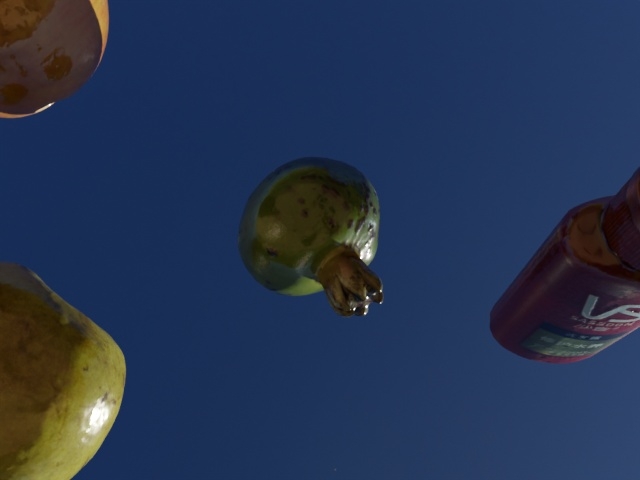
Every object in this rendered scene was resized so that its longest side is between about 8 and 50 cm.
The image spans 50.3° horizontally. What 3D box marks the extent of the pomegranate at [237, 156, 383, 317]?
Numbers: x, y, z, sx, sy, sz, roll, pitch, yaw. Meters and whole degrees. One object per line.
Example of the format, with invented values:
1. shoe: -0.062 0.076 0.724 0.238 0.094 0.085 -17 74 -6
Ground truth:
1. pomegranate: 0.000 0.000 0.896 0.202 0.202 0.248 -31 -126 -9

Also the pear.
1. pear: -0.418 0.194 0.870 0.304 0.304 0.303 0 -109 1

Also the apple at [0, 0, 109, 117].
1. apple: -0.368 -0.258 0.781 0.242 0.242 0.241 4 -133 3

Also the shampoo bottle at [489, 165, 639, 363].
1. shampoo bottle: 0.229 0.032 0.557 0.118 0.314 0.076 11 -112 4
